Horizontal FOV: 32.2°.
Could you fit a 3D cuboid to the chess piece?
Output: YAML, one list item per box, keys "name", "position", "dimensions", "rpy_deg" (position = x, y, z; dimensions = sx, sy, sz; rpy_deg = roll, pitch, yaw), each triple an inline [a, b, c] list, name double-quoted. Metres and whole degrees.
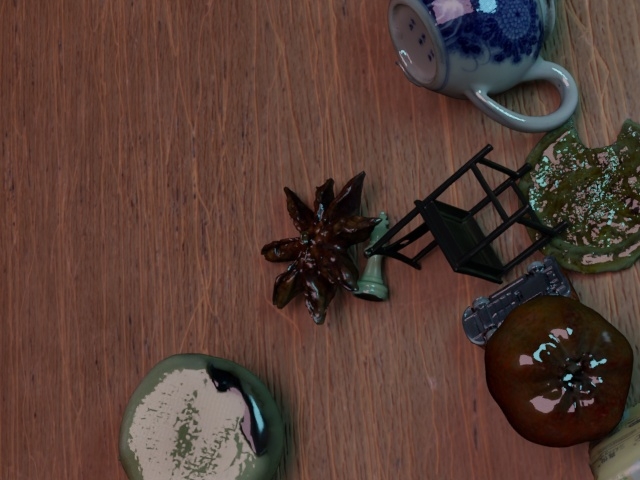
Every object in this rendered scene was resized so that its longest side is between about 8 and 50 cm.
- name: "chess piece"
  position: [0.089, 0.023, 1.823]
  dimensions: [0.059, 0.059, 0.149]
  rpy_deg: [0, 74, 30]

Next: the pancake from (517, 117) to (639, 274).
- name: "pancake"
  position: [0.410, -0.069, 1.666]
  dimensions: [0.253, 0.037, 0.254]
  rpy_deg: [-8, 74, 28]

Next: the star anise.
- name: "star anise"
  position: [0.000, -0.001, 1.839]
  dimensions: [0.288, 0.088, 0.288]
  rpy_deg: [-27, 50, 37]

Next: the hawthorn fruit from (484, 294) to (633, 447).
- name: "hawthorn fruit"
  position: [0.320, 0.186, 1.550]
  dimensions: [0.208, 0.248, 0.208]
  rpy_deg: [1, 80, -7]

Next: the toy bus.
- name: "toy bus"
  position: [0.301, 0.103, 1.662]
  dimensions: [0.174, 0.077, 0.079]
  rpy_deg: [-35, 48, 20]

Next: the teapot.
- name: "teapot"
  position: [0.259, -0.354, 1.721]
  dimensions: [0.280, 0.252, 0.424]
  rpy_deg: [-25, 77, -16]

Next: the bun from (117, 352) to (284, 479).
- name: "bun"
  position: [-0.191, 0.333, 1.851]
  dimensions: [0.283, 0.179, 0.283]
  rpy_deg: [-2, 77, 8]

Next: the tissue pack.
- name: "tissue pack"
  position: [0.468, 0.262, 1.471]
  dimensions: [0.222, 0.186, 0.090]
  rpy_deg: [-35, 98, 17]

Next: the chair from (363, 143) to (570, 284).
- name: "chair"
  position: [0.215, -0.007, 1.674]
  dimensions: [0.260, 0.154, 0.141]
  rpy_deg: [-42, 58, 24]
